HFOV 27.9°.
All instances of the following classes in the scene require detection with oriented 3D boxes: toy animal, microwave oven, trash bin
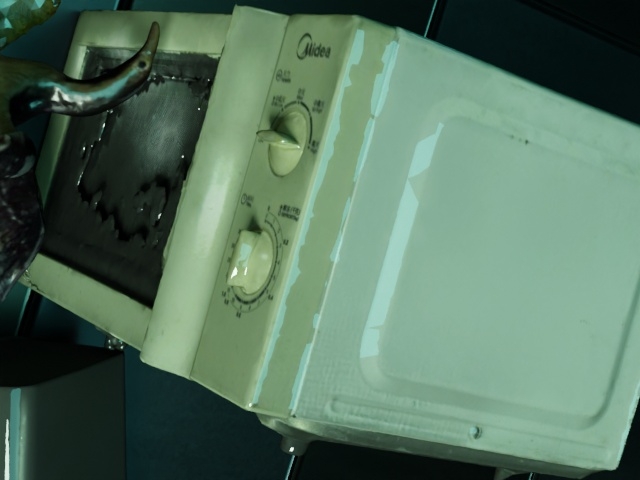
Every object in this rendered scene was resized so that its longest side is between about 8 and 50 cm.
[{"bbox_3d":[-0.184,-0.078,0.684,0.160,0.272,0.197,43,81,-6],"label":"toy animal"},{"bbox_3d":[0.000,0.000,0.789,0.286,0.355,0.218,17,90,-33],"label":"microwave oven"},{"bbox_3d":[-0.197,0.186,0.824,0.165,0.115,0.225,-13,109,-72],"label":"trash bin"}]

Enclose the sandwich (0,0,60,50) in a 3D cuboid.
[{"bbox_3d":[-0.328,-0.132,0.708,0.301,0.099,0.271,-50,131,-12],"label":"sandwich"}]
